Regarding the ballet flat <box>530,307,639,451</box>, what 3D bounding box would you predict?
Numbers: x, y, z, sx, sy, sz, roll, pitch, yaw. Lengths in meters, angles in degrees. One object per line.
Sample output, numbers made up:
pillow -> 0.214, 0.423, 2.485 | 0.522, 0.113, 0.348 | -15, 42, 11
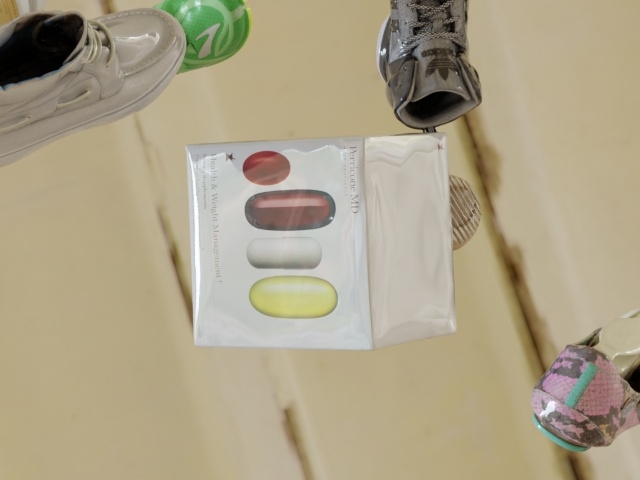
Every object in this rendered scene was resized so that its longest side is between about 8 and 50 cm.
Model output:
ballet flat -> 0.195, 0.084, 1.165 | 0.079, 0.077, 0.221 | -58, -15, 14

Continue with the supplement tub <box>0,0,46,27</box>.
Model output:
supplement tub -> -0.358, -0.202, 1.619 | 0.144, 0.144, 0.199 | -36, 8, 46

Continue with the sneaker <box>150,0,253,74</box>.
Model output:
sneaker -> -0.211, -0.231, 2.164 | 0.295, 0.109, 0.123 | -18, 20, 28

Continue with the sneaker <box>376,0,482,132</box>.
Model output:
sneaker -> 0.110, -0.213, 1.696 | 0.101, 0.153, 0.268 | -5, -45, -6

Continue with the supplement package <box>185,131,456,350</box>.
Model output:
supplement package -> 0.000, 0.000, 1.651 | 0.203, 0.194, 0.149 | -2, 3, 35

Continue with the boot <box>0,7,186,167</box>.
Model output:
boot -> -0.208, -0.157, 1.542 | 0.258, 0.095, 0.123 | -36, -11, -33

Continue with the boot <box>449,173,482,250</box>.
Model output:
boot -> 0.046, 0.011, 1.976 | 0.207, 0.090, 0.248 | -25, 3, 43
